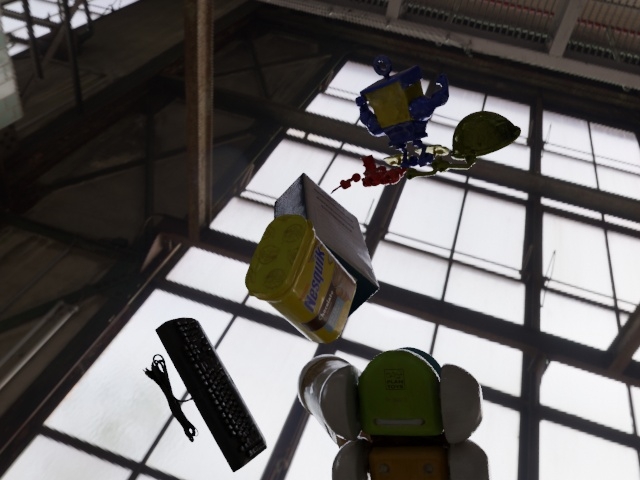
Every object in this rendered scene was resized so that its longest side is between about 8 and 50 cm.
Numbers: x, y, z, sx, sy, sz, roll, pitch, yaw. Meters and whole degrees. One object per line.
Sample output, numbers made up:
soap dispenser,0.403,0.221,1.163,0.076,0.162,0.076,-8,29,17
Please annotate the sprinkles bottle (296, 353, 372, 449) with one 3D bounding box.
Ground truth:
sprinkles bottle,0.045,0.272,0.947,0.121,0.121,0.355,36,-10,-7

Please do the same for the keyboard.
keyboard,-0.227,0.294,1.097,0.033,0.201,0.317,-38,-102,24

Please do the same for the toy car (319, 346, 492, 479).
toy car,0.094,0.194,0.598,0.159,0.136,0.182,-7,-83,19

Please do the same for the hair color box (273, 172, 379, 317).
hair color box,0.000,0.000,1.141,0.174,0.347,0.105,40,-74,-18

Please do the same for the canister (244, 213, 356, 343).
canister,-0.021,0.060,0.816,0.073,0.126,0.170,2,-31,34

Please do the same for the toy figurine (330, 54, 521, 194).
toy figurine,0.144,-0.228,1.012,0.363,0.191,0.217,-5,-71,54
